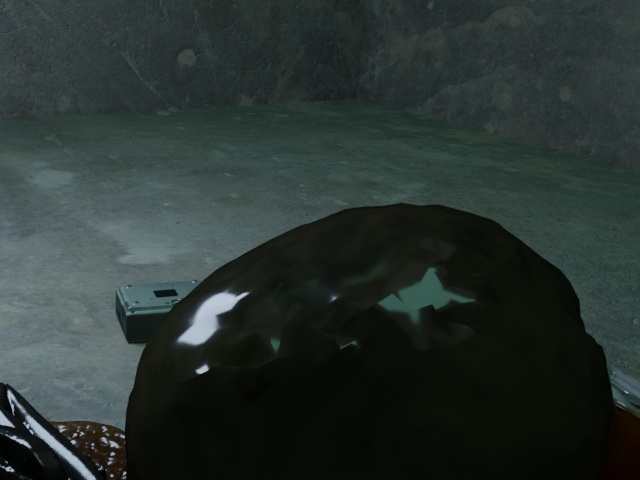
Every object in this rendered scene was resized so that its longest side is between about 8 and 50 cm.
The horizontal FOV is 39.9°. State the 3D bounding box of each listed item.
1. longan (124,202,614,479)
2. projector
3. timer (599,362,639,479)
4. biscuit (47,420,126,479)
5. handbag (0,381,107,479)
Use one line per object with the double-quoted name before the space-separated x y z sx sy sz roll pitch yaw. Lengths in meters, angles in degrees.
"longan" 0.048 0.166 0.839 0.435 0.404 0.404 -21 16 8
"projector" -0.246 0.109 1.409 0.147 0.061 0.115 -4 21 -21
"timer" 0.349 0.218 1.074 0.249 0.161 0.257 5 15 -27
"biscuit" -0.310 0.273 0.906 0.272 0.049 0.257 -8 24 -23
"handbag" -0.353 0.227 0.768 0.285 0.114 0.257 -16 20 -39
